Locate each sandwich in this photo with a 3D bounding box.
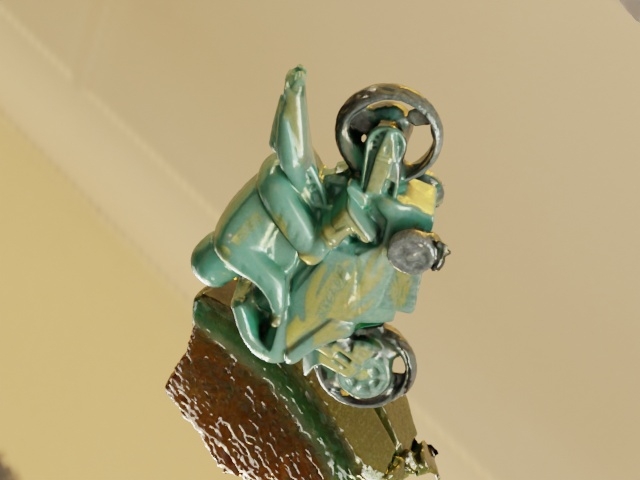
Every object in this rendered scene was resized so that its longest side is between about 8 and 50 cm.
[{"bbox_3d":[-0.041,0.136,1.704,0.212,0.109,0.292,-19,-79,36],"label":"sandwich"}]

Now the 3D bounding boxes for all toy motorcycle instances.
[{"bbox_3d":[0.000,-0.002,1.429,0.198,0.109,0.296,11,-59,0],"label":"toy motorcycle"}]

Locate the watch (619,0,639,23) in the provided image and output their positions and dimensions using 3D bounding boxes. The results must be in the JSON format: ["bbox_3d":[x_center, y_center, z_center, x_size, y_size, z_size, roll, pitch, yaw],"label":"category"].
[{"bbox_3d":[0.292,-0.249,1.166,0.218,0.248,0.211,-1,-31,9],"label":"watch"}]
